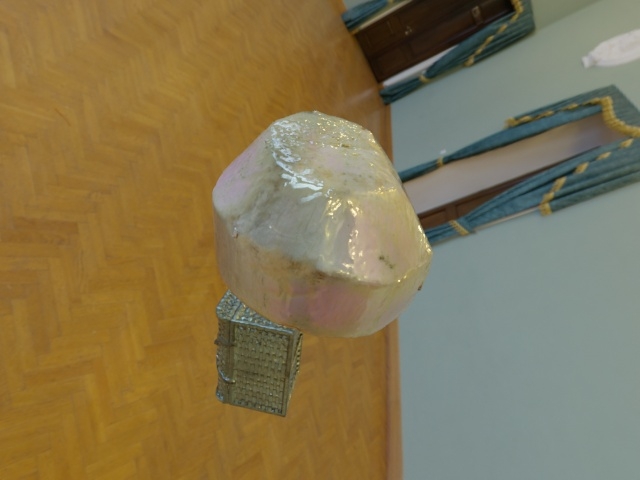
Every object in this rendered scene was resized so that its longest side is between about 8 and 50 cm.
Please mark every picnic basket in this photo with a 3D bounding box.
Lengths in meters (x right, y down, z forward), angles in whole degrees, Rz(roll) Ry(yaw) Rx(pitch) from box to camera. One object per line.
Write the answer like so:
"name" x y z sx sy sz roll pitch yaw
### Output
"picnic basket" -0.116 0.193 0.816 0.134 0.154 0.197 -72 170 -63

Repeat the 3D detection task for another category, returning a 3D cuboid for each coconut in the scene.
"coconut" 0.000 0.000 0.466 0.197 0.236 0.237 -47 115 -45
